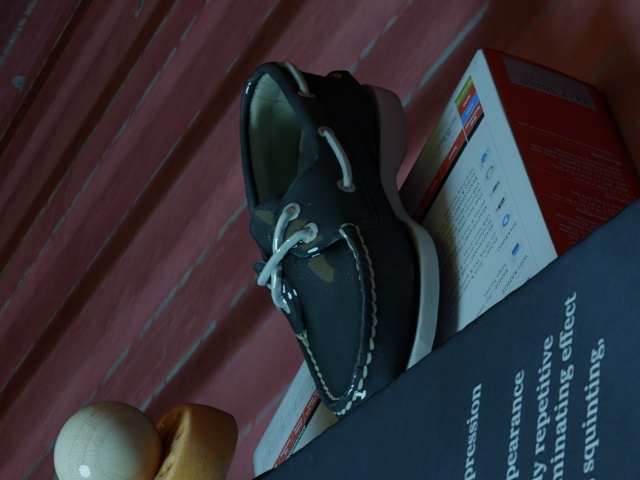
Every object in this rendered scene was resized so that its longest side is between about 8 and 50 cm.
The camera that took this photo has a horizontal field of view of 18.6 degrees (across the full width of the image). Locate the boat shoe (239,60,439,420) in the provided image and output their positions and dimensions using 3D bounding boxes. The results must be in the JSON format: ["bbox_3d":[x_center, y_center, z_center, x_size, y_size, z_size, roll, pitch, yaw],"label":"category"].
[{"bbox_3d":[0.000,0.000,1.125,0.302,0.091,0.114,-102,35,-57],"label":"boat shoe"}]

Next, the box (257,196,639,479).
[{"bbox_3d":[0.102,0.206,0.709,0.395,0.212,0.293,-42,35,56],"label":"box"}]

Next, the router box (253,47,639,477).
[{"bbox_3d":[0.073,0.109,1.092,0.301,0.082,0.335,-100,33,-55],"label":"router box"}]

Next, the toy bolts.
[{"bbox_3d":[-0.107,0.217,1.056,0.218,0.158,0.228,-52,19,31],"label":"toy bolts"}]
